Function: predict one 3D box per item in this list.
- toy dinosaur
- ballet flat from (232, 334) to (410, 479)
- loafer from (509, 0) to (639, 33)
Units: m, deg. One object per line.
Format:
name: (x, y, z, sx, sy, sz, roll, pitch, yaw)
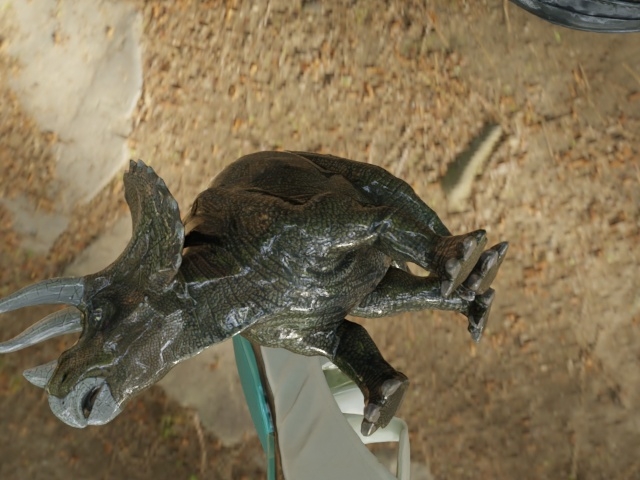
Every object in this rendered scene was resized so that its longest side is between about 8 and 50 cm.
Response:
toy dinosaur: (0.000, 0.000, 0.645, 0.160, 0.313, 0.121, 30, 116, 16)
ballet flat: (0.005, 0.163, 1.161, 0.139, 0.400, 0.139, -3, 113, -8)
loafer: (0.151, -0.207, 0.949, 0.223, 0.076, 0.078, 20, 154, 11)
